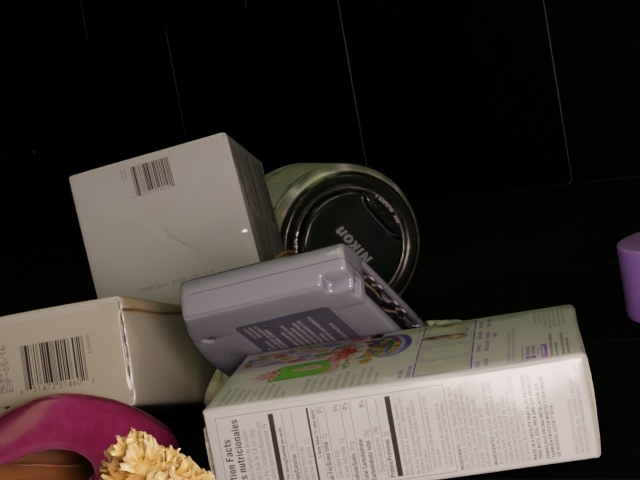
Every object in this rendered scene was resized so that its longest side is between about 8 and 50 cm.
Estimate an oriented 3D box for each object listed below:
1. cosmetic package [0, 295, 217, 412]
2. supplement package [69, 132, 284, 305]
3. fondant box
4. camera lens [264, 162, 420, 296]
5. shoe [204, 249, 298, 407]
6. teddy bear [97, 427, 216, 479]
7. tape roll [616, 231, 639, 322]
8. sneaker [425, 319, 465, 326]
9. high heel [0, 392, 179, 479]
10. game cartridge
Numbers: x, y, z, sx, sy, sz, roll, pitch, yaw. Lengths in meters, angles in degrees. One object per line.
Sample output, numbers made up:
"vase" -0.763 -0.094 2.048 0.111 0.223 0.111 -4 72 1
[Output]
"cosmetic package" -0.225 0.131 1.700 0.160 0.113 0.309 -10 -6 10
"supplement package" -0.163 0.002 2.001 0.199 0.198 0.263 -15 -6 6
"fondant box" 0.079 0.146 1.467 0.330 0.096 0.238 -8 7 8
"camera lens" 0.000 0.000 2.286 0.219 0.219 0.274 -12 7 -18
"shoe" -0.071 0.100 1.785 0.058 0.076 0.219 -11 43 36
"teddy bear" -0.103 0.202 0.895 0.338 0.113 0.245 8 34 24
"tape roll" 0.490 0.027 1.889 0.275 0.090 0.275 -10 6 1
"sneaker" 0.157 0.111 1.829 0.061 0.053 0.152 -8 6 -3
"high heel" -0.296 0.238 1.455 0.377 0.181 0.127 3 -36 -25
"game cartridge" -0.015 0.090 1.624 0.196 0.060 0.294 -17 -27 15
